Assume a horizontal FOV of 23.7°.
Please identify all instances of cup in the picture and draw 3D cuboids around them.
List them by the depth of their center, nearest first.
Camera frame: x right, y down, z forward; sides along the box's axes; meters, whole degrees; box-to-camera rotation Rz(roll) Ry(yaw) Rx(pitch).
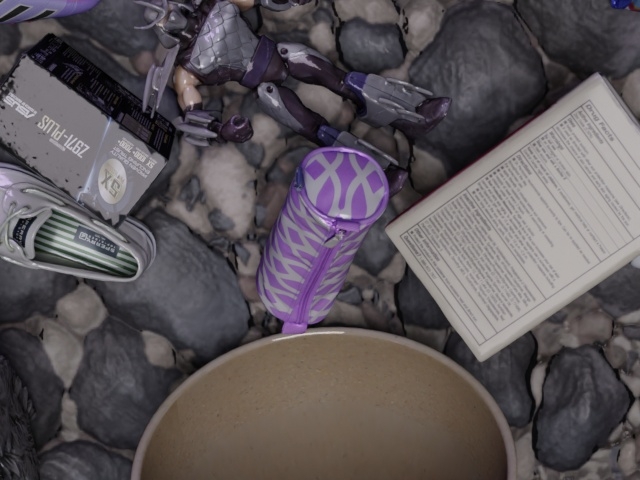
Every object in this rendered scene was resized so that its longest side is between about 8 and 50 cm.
[{"bbox_3d":[0.011,0.275,1.378,0.331,0.331,0.237,-6,132,0],"label":"cup"}]

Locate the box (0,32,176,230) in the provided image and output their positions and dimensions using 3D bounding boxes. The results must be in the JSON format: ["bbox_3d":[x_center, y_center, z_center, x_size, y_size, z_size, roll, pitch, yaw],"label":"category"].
[{"bbox_3d":[-0.206,-0.098,1.314,0.147,0.180,0.077,37,99,-11],"label":"box"}]

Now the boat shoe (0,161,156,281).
[{"bbox_3d":[-0.260,-0.017,1.387,0.226,0.076,0.083,12,103,-5],"label":"boat shoe"}]

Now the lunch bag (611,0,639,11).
[{"bbox_3d":[0.389,-0.337,1.311,0.220,0.138,0.293,7,93,-2],"label":"lunch bag"}]

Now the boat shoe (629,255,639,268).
[{"bbox_3d":[0.302,-0.046,1.417,0.040,0.049,0.142,15,101,10],"label":"boat shoe"}]

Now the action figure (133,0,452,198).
[{"bbox_3d":[-0.036,-0.147,1.345,0.285,0.099,0.185,27,88,-15],"label":"action figure"}]

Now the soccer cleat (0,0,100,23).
[{"bbox_3d":[-0.315,-0.216,1.343,0.248,0.083,0.095,2,134,-7],"label":"soccer cleat"}]

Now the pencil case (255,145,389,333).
[{"bbox_3d":[0.000,0.000,1.341,0.086,0.206,0.088,-2,63,-15],"label":"pencil case"}]

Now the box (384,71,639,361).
[{"bbox_3d":[0.196,-0.024,1.351,0.232,0.127,0.149,-36,89,13],"label":"box"}]

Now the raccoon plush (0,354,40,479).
[{"bbox_3d":[-0.435,0.150,1.389,0.299,0.216,0.447,-6,91,9],"label":"raccoon plush"}]
